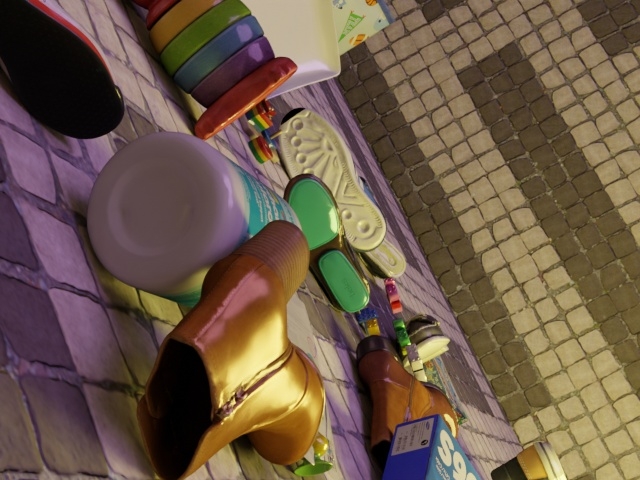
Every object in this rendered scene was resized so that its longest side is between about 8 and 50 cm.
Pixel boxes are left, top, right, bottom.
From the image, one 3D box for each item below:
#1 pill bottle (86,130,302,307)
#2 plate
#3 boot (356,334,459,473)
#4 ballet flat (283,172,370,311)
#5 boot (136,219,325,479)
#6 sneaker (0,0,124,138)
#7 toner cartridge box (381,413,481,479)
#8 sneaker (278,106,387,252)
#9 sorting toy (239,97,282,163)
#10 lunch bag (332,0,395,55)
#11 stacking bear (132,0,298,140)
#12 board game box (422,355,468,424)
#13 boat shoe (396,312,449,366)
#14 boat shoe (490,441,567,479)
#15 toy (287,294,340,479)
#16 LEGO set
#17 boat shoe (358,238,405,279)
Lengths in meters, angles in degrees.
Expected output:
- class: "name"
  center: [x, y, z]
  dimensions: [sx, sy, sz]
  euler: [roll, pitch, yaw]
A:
- class: "pill bottle"
  center: [-0.105, -0.003, 0.984]
  dimensions: [0.146, 0.146, 0.264]
  euler: [65, 11, 18]
- class: "plate"
  center: [-0.077, -0.444, 2.030]
  dimensions: [0.277, 0.045, 0.278]
  euler: [-27, 117, -42]
- class: "boot"
  center: [0.157, 0.310, 1.578]
  dimensions: [0.264, 0.096, 0.280]
  euler: [57, 12, -27]
- class: "ballet flat"
  center: [0.000, 0.000, 1.690]
  dimensions: [0.096, 0.095, 0.280]
  euler: [-120, -173, -63]
- class: "boot"
  center: [-0.080, 0.143, 0.864]
  dimensions: [0.211, 0.104, 0.295]
  euler: [-51, 150, -49]
- class: "sneaker"
  center: [-0.273, -0.220, 0.903]
  dimensions: [0.270, 0.090, 0.145]
  euler: [47, 19, -44]
- class: "toner cartridge box"
  center: [0.206, 0.432, 1.418]
  dimensions: [0.348, 0.075, 0.165]
  euler: [57, 30, -21]
- class: "sneaker"
  center: [0.022, -0.117, 2.041]
  dimensions: [0.323, 0.130, 0.236]
  euler: [56, 1, -2]
- class: "sorting toy"
  center: [-0.117, -0.238, 1.850]
  dimensions: [0.132, 0.046, 0.274]
  euler: [46, 18, -57]
- class: "lunch bag"
  center: [-0.067, -0.578, 2.210]
  dimensions: [0.385, 0.328, 0.239]
  euler: [45, 14, -55]
- class: "stacking bear"
  center: [-0.184, -0.315, 1.449]
  dimensions: [0.289, 0.175, 0.164]
  euler: [52, 13, -6]
- class: "board game box"
  center: [0.267, 0.312, 2.279]
  dimensions: [0.136, 0.035, 0.201]
  euler: [49, 16, -51]
- class: "boat shoe"
  center: [0.207, 0.205, 2.090]
  dimensions: [0.091, 0.109, 0.305]
  euler: [63, 4, 12]
- class: "boat shoe"
  center: [0.476, 0.655, 2.081]
  dimensions: [0.187, 0.156, 0.500]
  euler: [-103, 173, -73]
- class: "toy"
  center: [-0.039, 0.156, 1.139]
  dimensions: [0.137, 0.056, 0.237]
  euler: [52, 18, -57]
- class: "LEGO set"
  center: [0.117, 0.156, 1.807]
  dimensions: [0.227, 0.087, 0.093]
  euler: [-107, 180, -48]
- class: "boat shoe"
  center: [0.093, -0.006, 2.237]
  dimensions: [0.233, 0.084, 0.079]
  euler: [52, -26, -12]
